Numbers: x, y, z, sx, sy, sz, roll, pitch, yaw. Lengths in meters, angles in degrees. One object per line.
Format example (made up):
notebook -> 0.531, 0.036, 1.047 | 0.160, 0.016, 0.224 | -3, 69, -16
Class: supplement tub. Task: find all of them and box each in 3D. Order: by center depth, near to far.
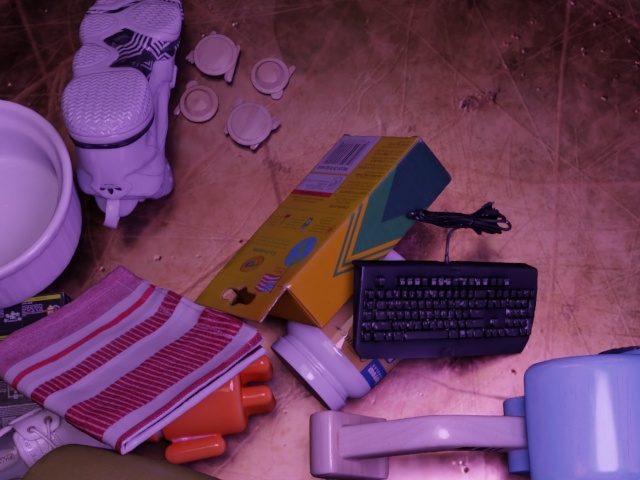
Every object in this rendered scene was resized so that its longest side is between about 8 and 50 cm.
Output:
supplement tub -> 0.047, 0.114, 1.803 | 0.199, 0.144, 0.144 | -44, 77, -8

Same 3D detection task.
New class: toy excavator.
toy excavator -> 0.263, 0.231, 1.684 | 0.445, 0.433, 0.222 | 9, 73, -29

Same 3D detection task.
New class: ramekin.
ramekin -> -0.455, -0.040, 1.861 | 0.277, 0.135, 0.277 | -2, 64, 5

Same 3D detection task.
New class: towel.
towel -> -0.251, 0.140, 1.729 | 0.237, 0.037, 0.329 | -35, 34, -29

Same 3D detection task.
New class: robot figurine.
robot figurine -> -0.171, 0.195, 1.805 | 0.219, 0.128, 0.158 | -6, 110, 1

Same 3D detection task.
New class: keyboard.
keyboard -> 0.166, 0.048, 1.754 | 0.317, 0.033, 0.201 | 1, 89, -41

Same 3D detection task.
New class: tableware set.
tableware set -> -0.124, -0.215, 1.968 | 0.168, 0.020, 0.141 | 23, 78, 9

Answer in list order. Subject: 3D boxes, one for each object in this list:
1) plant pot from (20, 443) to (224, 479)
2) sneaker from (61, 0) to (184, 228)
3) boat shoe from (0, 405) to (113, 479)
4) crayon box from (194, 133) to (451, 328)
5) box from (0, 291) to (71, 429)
plant pot -> -0.208, 0.358, 1.560 | 0.293, 0.275, 0.275 | 26, 77, 29
sneaker -> -0.267, -0.189, 1.915 | 0.137, 0.210, 0.366 | 4, 41, 4
boat shoe -> -0.349, 0.260, 1.752 | 0.277, 0.096, 0.098 | -29, 90, 20
crayon box -> 0.000, 0.000, 1.788 | 0.318, 0.202, 0.081 | -48, 114, -17
box -> -0.430, 0.172, 1.870 | 0.190, 0.045, 0.184 | -8, 72, 2
